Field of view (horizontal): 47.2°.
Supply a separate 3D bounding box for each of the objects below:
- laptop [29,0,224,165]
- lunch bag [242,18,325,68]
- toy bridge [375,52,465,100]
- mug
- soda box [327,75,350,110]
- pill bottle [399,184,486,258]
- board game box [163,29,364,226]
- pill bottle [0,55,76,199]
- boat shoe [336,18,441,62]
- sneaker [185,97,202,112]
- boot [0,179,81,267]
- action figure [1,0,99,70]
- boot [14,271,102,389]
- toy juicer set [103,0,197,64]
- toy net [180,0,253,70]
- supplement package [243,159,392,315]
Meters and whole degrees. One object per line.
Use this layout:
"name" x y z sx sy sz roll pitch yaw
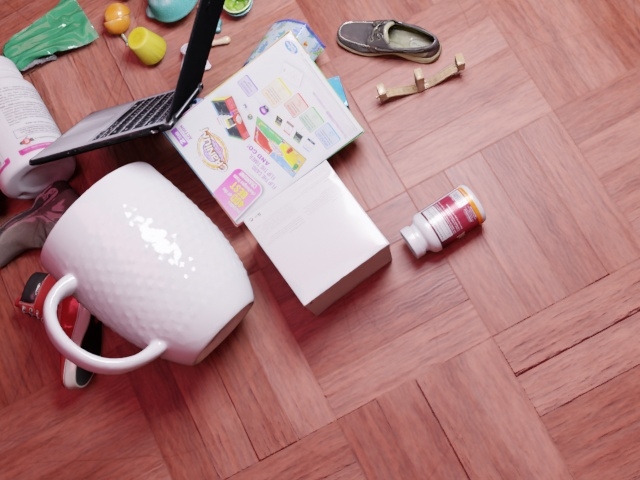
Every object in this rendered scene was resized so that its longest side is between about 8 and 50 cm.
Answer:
"laptop" -0.336 -0.347 1.378 0.408 0.382 0.236 -14 111 6
"lunch bag" -0.086 -0.391 1.531 0.151 0.096 0.129 30 81 43
"toy bridge" 0.200 -0.324 1.486 0.188 0.063 0.026 -20 74 5
"mug" -0.324 0.087 1.330 0.328 0.276 0.374 42 48 6
"soda box" -0.047 -0.263 1.507 0.210 0.067 0.071 -18 75 5
"pill bottle" 0.232 -0.033 1.400 0.152 0.086 0.086 -33 74 0
"board game box" -0.111 -0.217 1.438 0.316 0.064 0.242 -36 99 7
"pill bottle" -0.648 -0.240 1.543 0.160 0.160 0.283 -33 75 0
"boat shoe" 0.140 -0.424 1.513 0.224 0.073 0.080 14 79 11
"sneaker" -0.245 -0.272 1.543 0.144 0.059 0.053 -18 72 3
"boot" -0.565 0.006 1.518 0.246 0.083 0.161 -44 80 -2
"action figure" -0.624 -0.444 1.639 0.232 0.063 0.137 -32 76 -4
"boot" -0.534 0.179 1.468 0.176 0.088 0.244 -3 68 8
"toy juicer set" -0.350 -0.563 1.621 0.209 0.089 0.329 35 92 27
"toy net" -0.248 -0.464 1.596 0.122 0.045 0.232 34 84 14
"supplement package" 0.000 0.000 1.393 0.194 0.149 0.203 -36 74 -1
